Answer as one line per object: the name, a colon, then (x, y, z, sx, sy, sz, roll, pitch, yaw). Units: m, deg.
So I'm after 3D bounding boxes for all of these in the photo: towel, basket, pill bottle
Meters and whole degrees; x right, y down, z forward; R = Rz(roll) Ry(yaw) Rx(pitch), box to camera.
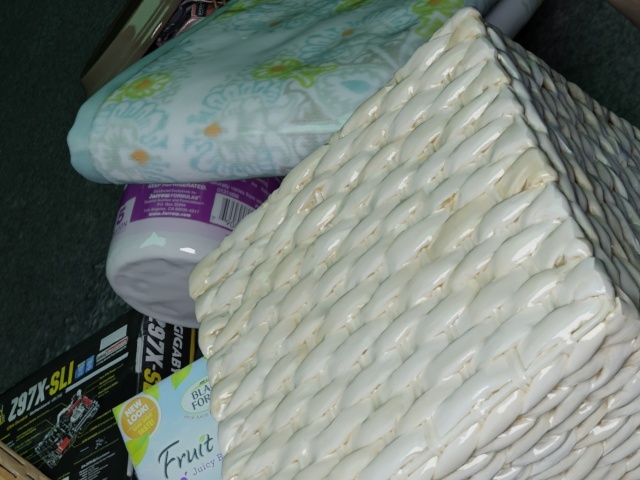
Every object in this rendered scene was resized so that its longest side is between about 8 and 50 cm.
towel: (-0.001, -0.166, 1.258, 0.320, 0.090, 0.374, -4, 31, 35)
basket: (0.111, 0.082, 0.983, 0.331, 0.266, 0.328, -43, 38, 23)
pill bottle: (-0.109, -0.076, 1.457, 0.169, 0.169, 0.302, -21, 49, 42)

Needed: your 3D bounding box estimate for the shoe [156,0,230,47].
shoe: (-0.112, -0.258, 1.679, 0.178, 0.081, 0.063, -31, 43, 33)

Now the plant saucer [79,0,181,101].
plant saucer: (-0.222, -0.287, 1.800, 0.278, 0.041, 0.278, -49, 15, 19)

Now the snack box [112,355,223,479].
snack box: (-0.054, 0.191, 1.169, 0.174, 0.070, 0.207, -31, 64, 10)

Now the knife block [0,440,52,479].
knife block: (-0.412, 0.324, 1.451, 0.276, 0.088, 0.242, -54, 18, -18)

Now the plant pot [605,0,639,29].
plant pot: (0.250, -0.327, 1.095, 0.263, 0.229, 0.263, -52, 13, 17)

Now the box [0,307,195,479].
box: (-0.265, 0.243, 1.487, 0.322, 0.079, 0.257, -32, 40, 32)
